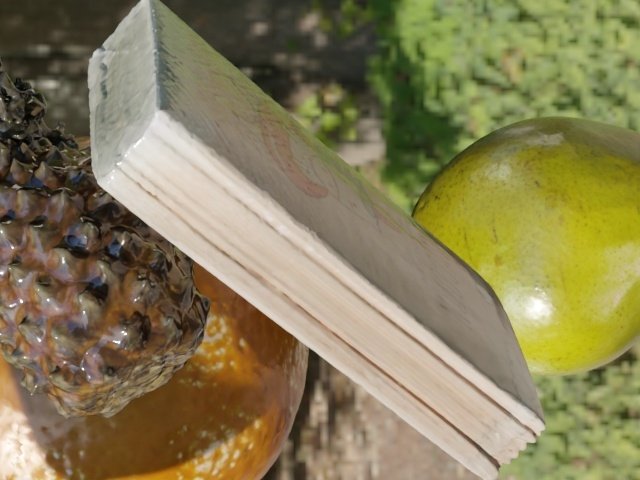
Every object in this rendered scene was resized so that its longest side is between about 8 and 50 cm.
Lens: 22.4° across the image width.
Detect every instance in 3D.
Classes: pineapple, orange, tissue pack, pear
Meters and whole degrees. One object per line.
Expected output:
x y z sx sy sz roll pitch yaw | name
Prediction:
-0.227 -0.040 1.239 0.361 0.175 0.175 56 163 14 | pineapple
-0.221 0.088 1.515 0.424 0.424 0.326 -99 8 -49 | orange
0.000 0.000 0.984 0.071 0.325 0.170 -44 27 16 | tissue pack
0.234 0.004 1.682 0.294 0.294 0.294 180 90 -82 | pear
